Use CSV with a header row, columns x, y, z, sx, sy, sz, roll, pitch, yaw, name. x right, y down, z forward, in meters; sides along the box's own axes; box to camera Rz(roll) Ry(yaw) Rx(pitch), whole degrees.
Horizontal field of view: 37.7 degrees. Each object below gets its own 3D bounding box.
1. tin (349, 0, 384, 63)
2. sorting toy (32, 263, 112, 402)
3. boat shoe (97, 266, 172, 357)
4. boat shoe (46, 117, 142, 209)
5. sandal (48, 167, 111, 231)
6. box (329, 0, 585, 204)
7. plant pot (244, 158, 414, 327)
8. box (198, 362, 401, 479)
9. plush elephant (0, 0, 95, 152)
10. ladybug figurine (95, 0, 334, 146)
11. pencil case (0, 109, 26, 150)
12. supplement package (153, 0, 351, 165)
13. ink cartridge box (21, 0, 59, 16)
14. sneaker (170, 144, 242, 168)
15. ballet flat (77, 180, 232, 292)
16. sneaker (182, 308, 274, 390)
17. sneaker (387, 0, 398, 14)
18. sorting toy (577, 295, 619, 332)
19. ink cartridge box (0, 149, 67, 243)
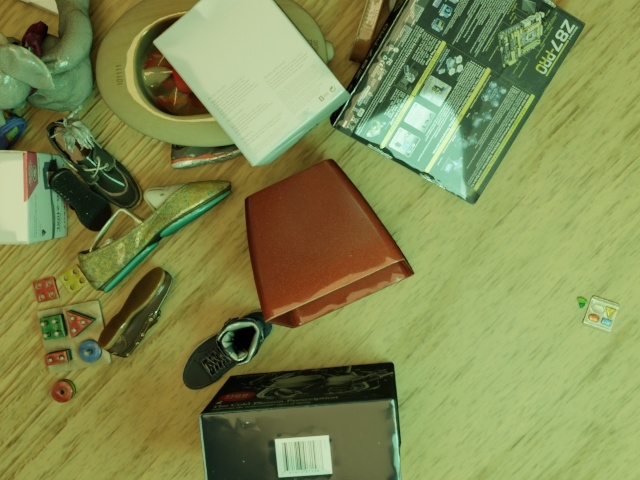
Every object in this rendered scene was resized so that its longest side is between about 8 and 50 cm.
x,y,z,sx,sy,sz,roll,pitch,yaw,name
0.097,-0.430,1.783,0.040,0.106,0.189,18,100,3,tin
-0.508,0.190,1.905,0.132,0.046,0.274,-10,92,5,sorting toy
-0.360,0.146,1.884,0.073,0.073,0.207,33,101,-36,boat shoe
-0.453,-0.148,1.864,0.084,0.079,0.233,-43,91,5,boat shoe
-0.473,-0.085,1.845,0.067,0.179,0.040,-44,48,-10,sandal
0.249,-0.310,1.733,0.318,0.097,0.394,27,102,-11,box
0.000,0.000,1.759,0.267,0.267,0.235,-24,79,6,plant pot
-0.024,0.355,1.745,0.344,0.312,0.178,-5,93,4,box
-0.557,-0.322,1.711,0.272,0.255,0.329,-26,75,23,plush elephant
-0.196,-0.331,1.788,0.450,0.162,0.304,-3,94,5,ladybug figurine
-0.732,-0.271,1.858,0.306,0.133,0.119,37,51,1,pencil case
-0.108,-0.291,1.602,0.199,0.198,0.262,-39,91,7,supplement package
-0.597,-0.636,1.838,0.307,0.072,0.303,22,95,-13,ink cartridge box
-0.225,-0.185,1.853,0.158,0.061,0.064,-10,87,4,sneaker
-0.336,-0.036,1.842,0.349,0.123,0.123,-38,90,9,ballet flat
-0.196,0.223,1.826,0.226,0.163,0.086,-41,92,7,sneaker
0.254,-0.547,1.758,0.180,0.124,0.321,24,95,4,sneaker
0.539,0.142,1.836,0.083,0.012,0.062,19,95,3,sorting toy
-0.568,-0.084,1.797,0.100,0.237,0.171,0,94,2,ink cartridge box
